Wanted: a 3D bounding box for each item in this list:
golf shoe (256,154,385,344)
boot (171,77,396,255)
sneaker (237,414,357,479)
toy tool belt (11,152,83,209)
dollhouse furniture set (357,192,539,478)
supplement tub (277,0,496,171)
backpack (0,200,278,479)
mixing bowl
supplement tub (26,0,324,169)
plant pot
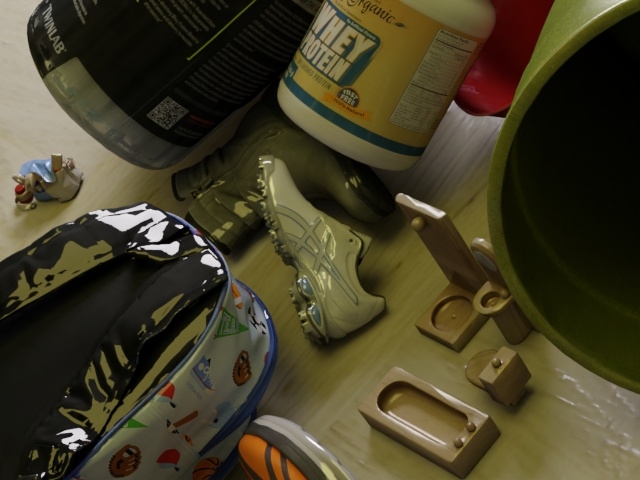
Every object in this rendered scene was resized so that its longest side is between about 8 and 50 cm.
[{"bbox_3d":[0.000,0.000,1.573,0.086,0.069,0.176,-20,82,0],"label":"golf shoe"},{"bbox_3d":[-0.039,-0.040,1.678,0.161,0.083,0.246,-45,37,2],"label":"boot"},{"bbox_3d":[-0.017,0.266,1.320,0.180,0.124,0.321,-39,41,-7],"label":"sneaker"},{"bbox_3d":[-0.295,-0.068,1.880,0.083,0.051,0.052,-11,46,25],"label":"toy tool belt"},{"bbox_3d":[0.089,0.074,1.433,0.151,0.123,0.144,-48,42,-15],"label":"dollhouse furniture set"},{"bbox_3d":[0.065,-0.177,1.580,0.199,0.144,0.144,-61,38,16],"label":"supplement tub"},{"bbox_3d":[-0.166,0.112,1.505,0.263,0.213,0.276,-46,47,-1],"label":"backpack"},{"bbox_3d":[0.204,-0.179,1.595,0.181,0.098,0.181,-39,40,43],"label":"mixing bowl"},{"bbox_3d":[-0.097,-0.241,1.695,0.338,0.207,0.207,-39,38,20],"label":"supplement tub"},{"bbox_3d":[0.313,-0.123,1.339,0.366,0.366,0.353,-17,32,19],"label":"plant pot"}]
